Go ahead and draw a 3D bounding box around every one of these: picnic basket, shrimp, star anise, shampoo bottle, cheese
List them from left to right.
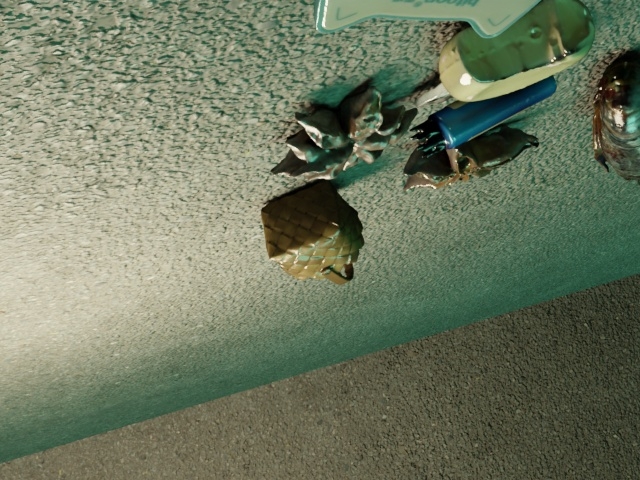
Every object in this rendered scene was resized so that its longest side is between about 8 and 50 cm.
[{"bbox_3d":[0.000,0.000,1.486,0.138,0.128,0.178,-21,156,16],"label":"picnic basket"},{"bbox_3d":[0.037,-0.126,1.212,0.182,0.065,0.195,-17,158,-26],"label":"star anise"},{"bbox_3d":[0.198,-0.118,1.452,0.208,0.063,0.172,-11,168,-39],"label":"star anise"},{"bbox_3d":[0.198,-0.161,1.230,0.183,0.050,0.087,-28,-165,-4],"label":"shampoo bottle"},{"bbox_3d":[0.204,-0.201,1.123,0.163,0.070,0.249,-18,177,-7],"label":"cheese"},{"bbox_3d":[0.487,-0.164,1.453,0.172,0.137,0.372,-6,169,23],"label":"shrimp"}]

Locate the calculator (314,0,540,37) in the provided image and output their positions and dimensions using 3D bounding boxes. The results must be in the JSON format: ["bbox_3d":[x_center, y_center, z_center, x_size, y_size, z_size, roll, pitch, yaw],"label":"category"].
[{"bbox_3d":[0.148,-0.287,0.750,0.256,0.054,0.386,-4,158,-26],"label":"calculator"}]
